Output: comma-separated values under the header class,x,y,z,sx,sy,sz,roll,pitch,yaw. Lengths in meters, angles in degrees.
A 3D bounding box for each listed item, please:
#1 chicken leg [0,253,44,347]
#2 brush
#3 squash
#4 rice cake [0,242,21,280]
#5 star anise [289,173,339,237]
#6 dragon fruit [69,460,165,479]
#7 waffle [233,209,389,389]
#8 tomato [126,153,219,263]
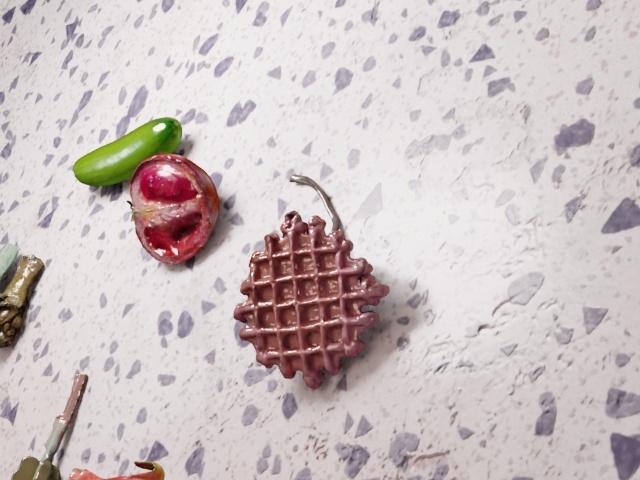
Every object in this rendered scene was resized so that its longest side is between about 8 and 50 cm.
class,x,y,z,sx,sy,sz,roll,pitch,yaw
chicken leg,-0.606,0.117,2.231,0.196,0.080,0.125,-60,25,-2
brush,-0.462,0.364,1.954,0.084,0.071,0.301,2,58,28
squash,-0.360,-0.159,2.152,0.292,0.082,0.082,-20,53,38
rice cake,-0.661,0.088,2.251,0.127,0.043,0.237,-49,10,17
star anise,0.000,0.000,1.748,0.227,0.218,0.148,-46,-19,-55
dragon fruit,-0.279,0.435,1.609,0.224,0.224,0.227,-49,47,10
waffle,-0.023,0.088,1.618,0.221,0.055,0.234,43,111,20
tomato,-0.238,-0.062,1.968,0.173,0.099,0.189,2,107,30
